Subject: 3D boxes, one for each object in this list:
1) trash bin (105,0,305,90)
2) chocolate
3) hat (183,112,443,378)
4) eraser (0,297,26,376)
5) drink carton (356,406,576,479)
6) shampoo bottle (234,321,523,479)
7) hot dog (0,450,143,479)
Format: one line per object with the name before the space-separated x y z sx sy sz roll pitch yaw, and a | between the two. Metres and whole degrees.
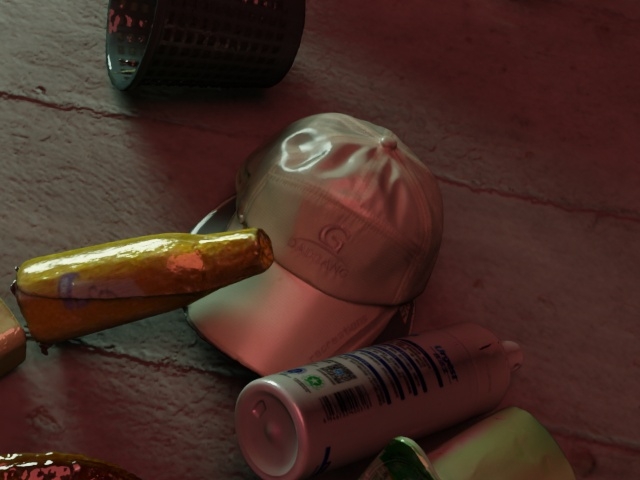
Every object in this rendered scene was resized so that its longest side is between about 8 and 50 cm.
trash bin | -0.107 -0.216 1.559 0.161 0.175 0.175 8 59 -25
chocolate | -0.149 0.028 1.396 0.219 0.085 0.086 -15 63 11
hat | -0.005 0.007 1.457 0.232 0.161 0.275 31 62 8
eraser | -0.348 0.092 1.375 0.172 0.058 0.117 -33 73 -27
drink carton | 0.130 0.223 1.388 0.142 0.144 0.146 -26 71 -35
shampoo bottle | 0.067 0.131 1.408 0.303 0.092 0.092 -12 64 -43
hot dog | -0.219 0.252 1.299 0.227 0.099 0.160 -5 64 -20
